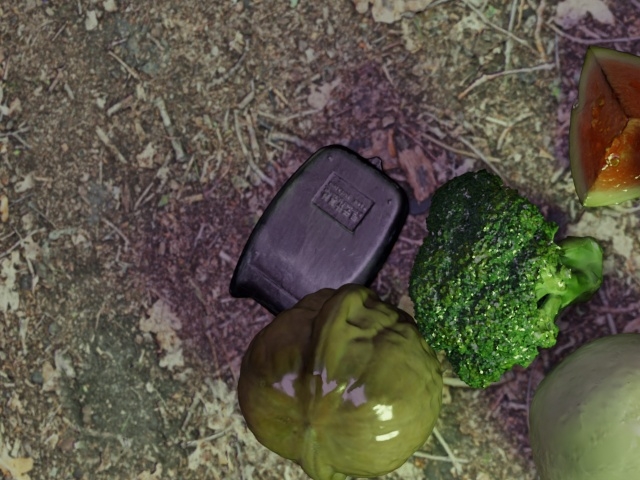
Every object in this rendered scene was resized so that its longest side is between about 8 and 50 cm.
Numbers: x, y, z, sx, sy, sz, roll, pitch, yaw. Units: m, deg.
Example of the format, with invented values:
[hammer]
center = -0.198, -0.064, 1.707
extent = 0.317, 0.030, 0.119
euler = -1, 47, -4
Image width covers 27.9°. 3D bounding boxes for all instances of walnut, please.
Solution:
[walnut]
center = 0.024, 0.179, 1.558
extent = 0.248, 0.248, 0.248
euler = -2, 84, 20

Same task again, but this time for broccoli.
[broccoli]
center = 0.213, 0.041, 1.508
extent = 0.269, 0.242, 0.261
euler = 141, 129, -59

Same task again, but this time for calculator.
[calculator]
center = 0.000, 0.000, 1.694
extent = 0.177, 0.040, 0.268
euler = 36, 93, 17

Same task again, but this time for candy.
[candy]
center = 0.353, 0.241, 1.438
extent = 0.295, 0.185, 0.295
euler = 8, 100, 50

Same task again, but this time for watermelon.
[watermelon]
center = 0.369, -0.123, 1.543
extent = 0.193, 0.137, 0.145
euler = 34, 132, 19
